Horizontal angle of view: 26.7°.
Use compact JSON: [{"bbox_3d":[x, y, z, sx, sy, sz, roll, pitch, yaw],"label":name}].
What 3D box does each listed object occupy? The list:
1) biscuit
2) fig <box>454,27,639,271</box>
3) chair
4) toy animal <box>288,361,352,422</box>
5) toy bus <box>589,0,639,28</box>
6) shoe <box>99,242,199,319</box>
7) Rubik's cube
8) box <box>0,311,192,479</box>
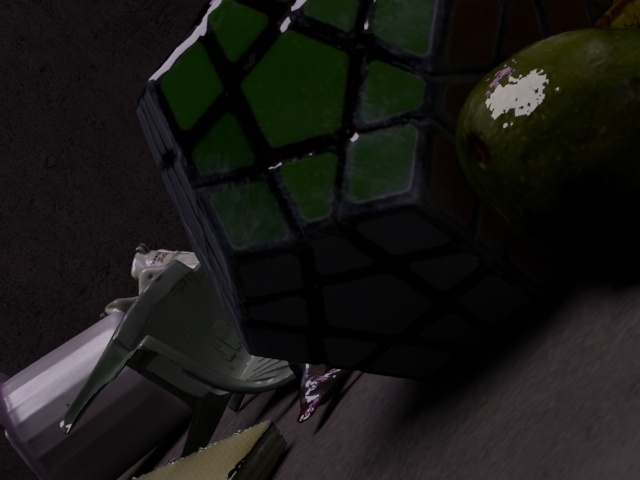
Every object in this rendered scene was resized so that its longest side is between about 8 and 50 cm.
[{"bbox_3d":[-0.121,0.224,1.125,0.199,0.040,0.121,-29,13,38],"label":"biscuit"},{"bbox_3d":[0.152,-0.062,0.687,0.156,0.123,0.123,-40,5,-1],"label":"fig"},{"bbox_3d":[-0.110,0.113,1.378,0.203,0.190,0.275,-56,1,-43],"label":"chair"},{"bbox_3d":[0.003,0.099,1.151,0.105,0.070,0.202,-57,9,22],"label":"toy animal"},{"bbox_3d":[0.235,-0.188,1.064,0.226,0.074,0.081,-42,4,-9],"label":"toy bus"},{"bbox_3d":[-0.196,0.072,2.074,0.342,0.210,0.132,-46,6,24],"label":"shoe"},{"bbox_3d":[0.035,-0.068,0.864,0.319,0.264,0.319,-48,6,6],"label":"Rubik's cube"},{"bbox_3d":[-0.315,0.208,1.839,0.206,0.291,0.262,-37,48,-1],"label":"box"}]
